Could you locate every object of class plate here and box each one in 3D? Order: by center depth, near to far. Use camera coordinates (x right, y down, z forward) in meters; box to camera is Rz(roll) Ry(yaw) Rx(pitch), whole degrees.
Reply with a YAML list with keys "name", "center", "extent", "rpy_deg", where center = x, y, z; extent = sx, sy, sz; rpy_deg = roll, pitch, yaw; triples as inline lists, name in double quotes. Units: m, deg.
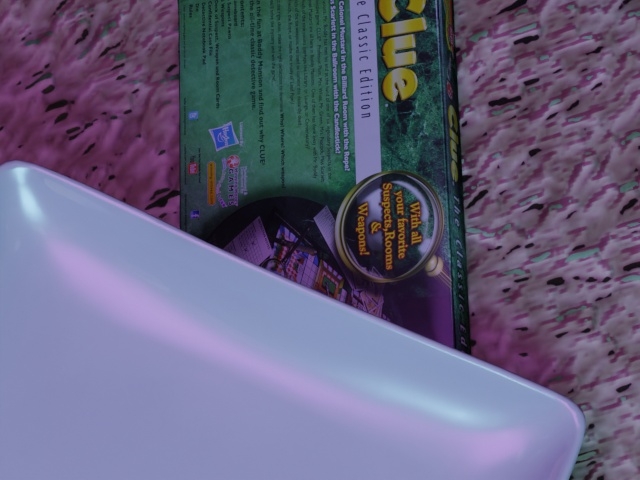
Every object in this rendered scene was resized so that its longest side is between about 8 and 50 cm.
- name: "plate"
  center: [-0.067, 0.136, 0.795]
  extent: [0.277, 0.045, 0.278]
  rpy_deg: [24, 66, 3]

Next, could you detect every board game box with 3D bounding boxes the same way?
- name: "board game box"
  center: [0.000, 0.000, 0.907]
  extent: [0.136, 0.030, 0.259]
  rpy_deg: [-7, 72, 20]
